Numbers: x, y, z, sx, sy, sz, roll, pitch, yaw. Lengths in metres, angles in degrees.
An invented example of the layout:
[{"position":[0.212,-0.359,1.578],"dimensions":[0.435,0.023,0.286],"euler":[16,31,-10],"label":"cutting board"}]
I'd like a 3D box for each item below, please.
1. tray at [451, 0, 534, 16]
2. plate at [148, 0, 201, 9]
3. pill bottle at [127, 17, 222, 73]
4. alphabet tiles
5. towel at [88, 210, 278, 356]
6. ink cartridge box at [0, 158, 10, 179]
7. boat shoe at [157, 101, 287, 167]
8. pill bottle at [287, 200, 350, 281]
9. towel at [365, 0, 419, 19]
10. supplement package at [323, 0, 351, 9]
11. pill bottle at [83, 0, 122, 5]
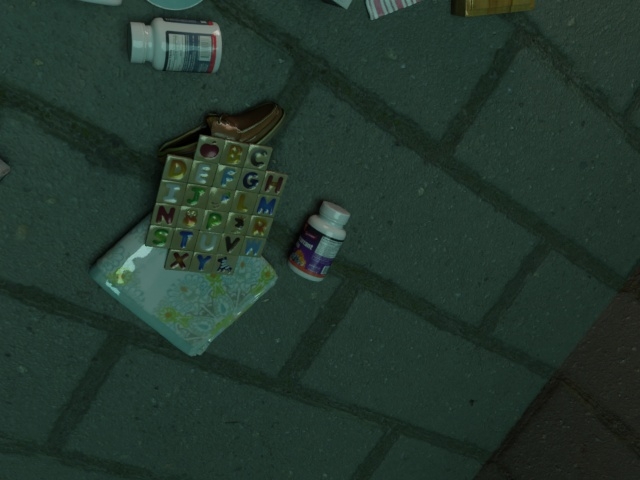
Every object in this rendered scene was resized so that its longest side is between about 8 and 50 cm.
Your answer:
[{"position":[0.422,-0.750,1.537],"dimensions":[0.203,0.076,0.410],"euler":[-12,118,-18],"label":"tray"},{"position":[-0.302,-0.569,1.337],"dimensions":[0.188,0.024,0.188],"euler":[-10,117,-20],"label":"plate"},{"position":[-0.305,-0.407,1.366],"dimensions":[0.180,0.108,0.107],"euler":[-2,115,-22],"label":"pill bottle"},{"position":[-0.237,-0.071,1.504],"dimensions":[0.285,0.011,0.342],"euler":[7,116,-27],"label":"alphabet tiles"},{"position":[-0.323,0.083,1.620],"dimensions":[0.320,0.090,0.374],"euler":[-44,124,-2],"label":"towel"},{"position":[-0.872,-0.157,1.278],"dimensions":[0.308,0.091,0.385],"euler":[-45,107,3],"label":"ink cartridge box"},{"position":[-0.222,-0.237,1.485],"dimensions":[0.307,0.110,0.104],"euler":[-34,124,-5],"label":"boat shoe"},{"position":[0.000,0.000,1.704],"dimensions":[0.108,0.108,0.193],"euler":[19,105,-30],"label":"pill bottle"},{"position":[0.189,-0.615,1.527],"dimensions":[0.197,0.029,0.144],"euler":[-24,121,-11],"label":"towel"},{"position":[0.043,-0.640,1.387],"dimensions":[0.139,0.134,0.244],"euler":[25,103,-31],"label":"supplement package"},{"position":[-0.424,-0.559,1.231],"dimensions":[0.119,0.119,0.208],"euler":[3,113,-25],"label":"pill bottle"}]
